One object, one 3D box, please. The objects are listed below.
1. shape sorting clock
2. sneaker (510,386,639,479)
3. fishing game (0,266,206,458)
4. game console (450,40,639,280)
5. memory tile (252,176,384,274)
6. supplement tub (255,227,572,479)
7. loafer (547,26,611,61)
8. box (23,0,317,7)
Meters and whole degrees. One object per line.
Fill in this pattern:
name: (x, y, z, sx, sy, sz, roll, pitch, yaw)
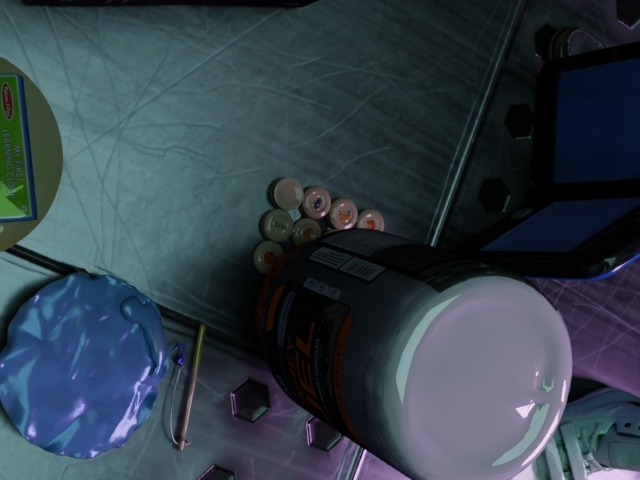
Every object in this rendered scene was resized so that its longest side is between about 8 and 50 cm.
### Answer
shape sorting clock: (-0.345, -0.084, 1.131, 0.206, 0.040, 0.206, 2, 86, -27)
sneaker: (0.312, 0.248, 1.413, 0.256, 0.151, 0.094, -23, 102, -24)
fishing game: (-0.238, 0.122, 1.191, 0.264, 0.041, 0.189, 8, 87, -35)
game console: (0.273, -0.088, 1.310, 0.250, 0.293, 0.173, -30, 102, -23)
memory tile: (0.000, 0.000, 1.326, 0.148, 0.012, 0.113, 20, 81, -26)
supplement tub: (0.072, 0.101, 1.172, 0.207, 0.338, 0.207, -4, 99, -24)
loafer: (0.383, -0.157, 1.481, 0.096, 0.084, 0.267, -43, 109, -20)
box: (-0.087, -0.330, 1.093, 0.312, 0.343, 0.179, -4, 92, -28)
